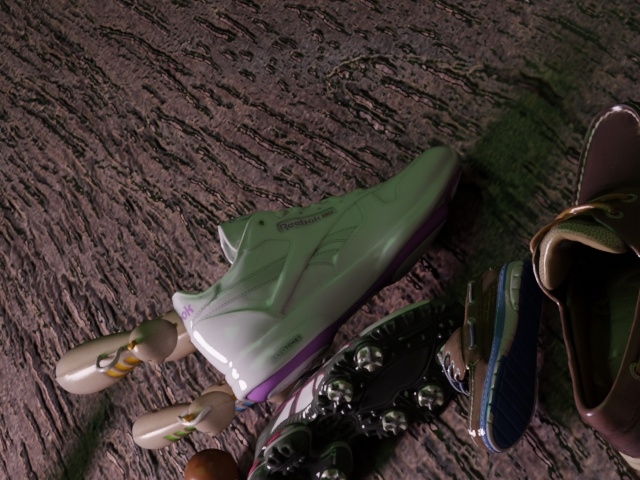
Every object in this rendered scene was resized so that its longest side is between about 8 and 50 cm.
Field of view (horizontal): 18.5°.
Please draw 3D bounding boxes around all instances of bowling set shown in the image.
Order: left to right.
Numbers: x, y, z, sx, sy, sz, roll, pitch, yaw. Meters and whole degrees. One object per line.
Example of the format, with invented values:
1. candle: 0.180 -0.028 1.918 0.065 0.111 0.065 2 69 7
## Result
1. bowling set: -0.089 0.140 1.882 0.154 0.200 0.287 -23 4 44

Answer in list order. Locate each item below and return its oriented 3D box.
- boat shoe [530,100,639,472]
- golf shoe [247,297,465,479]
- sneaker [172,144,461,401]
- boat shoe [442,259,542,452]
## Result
1. boat shoe: 0.227 0.013 1.492 0.123 0.123 0.342 -34 39 40
2. golf shoe: 0.029 0.128 1.735 0.273 0.105 0.120 -45 24 25
3. sneaker: 0.000 0.000 1.770 0.305 0.152 0.114 -42 -11 -17
4. boat shoe: 0.138 0.099 1.607 0.066 0.066 0.183 -12 42 29
